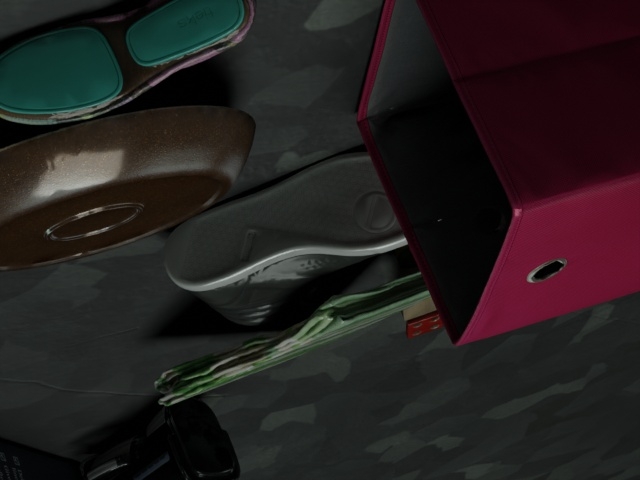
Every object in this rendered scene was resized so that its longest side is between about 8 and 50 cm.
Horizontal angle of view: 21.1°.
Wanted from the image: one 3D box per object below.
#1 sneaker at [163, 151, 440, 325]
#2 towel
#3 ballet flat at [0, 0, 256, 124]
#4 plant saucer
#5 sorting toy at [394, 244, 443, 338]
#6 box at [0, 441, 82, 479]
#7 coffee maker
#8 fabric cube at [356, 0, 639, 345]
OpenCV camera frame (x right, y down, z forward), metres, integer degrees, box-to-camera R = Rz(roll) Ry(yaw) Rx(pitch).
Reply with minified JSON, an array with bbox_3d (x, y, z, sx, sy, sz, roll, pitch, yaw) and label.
[{"bbox_3d":[0.000,0.000,1.723,0.295,0.104,0.147,-17,159,4],"label":"sneaker"},{"bbox_3d":[-0.004,0.093,1.854,0.248,0.038,0.325,-17,172,-43],"label":"towel"},{"bbox_3d":[-0.151,-0.142,1.332,0.221,0.077,0.079,-22,176,1],"label":"ballet flat"},{"bbox_3d":[-0.197,-0.035,1.453,0.310,0.050,0.310,-18,170,-3],"label":"plant saucer"},{"bbox_3d":[0.149,0.031,1.975,0.132,0.046,0.274,-20,156,-4],"label":"sorting toy"},{"bbox_3d":[-0.381,0.426,2.066,0.212,0.293,0.395,-27,156,13],"label":"box"},{"bbox_3d":[-0.187,0.302,2.119,0.178,0.171,0.120,-35,180,34],"label":"coffee maker"},{"bbox_3d":[0.207,-0.096,1.486,0.258,0.259,0.254,-14,155,-16],"label":"fabric cube"}]
